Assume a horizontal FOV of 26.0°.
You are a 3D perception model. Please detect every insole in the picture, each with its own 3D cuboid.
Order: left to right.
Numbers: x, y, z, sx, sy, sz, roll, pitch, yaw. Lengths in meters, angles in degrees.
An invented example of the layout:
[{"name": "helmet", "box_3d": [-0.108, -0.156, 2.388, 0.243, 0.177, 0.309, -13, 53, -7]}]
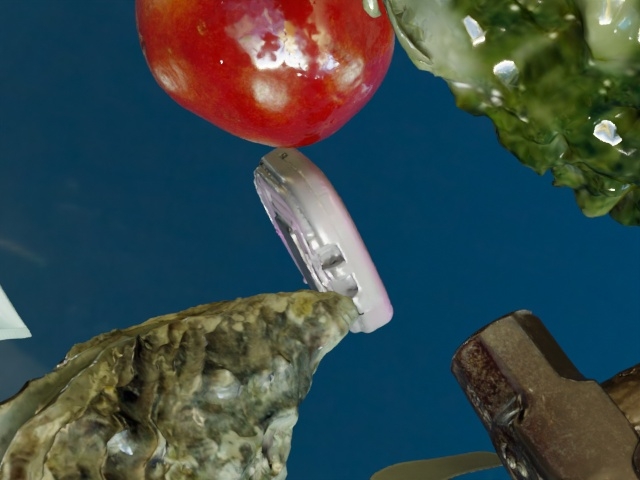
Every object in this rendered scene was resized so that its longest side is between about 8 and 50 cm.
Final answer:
[{"name": "insole", "box_3d": [0.102, 0.196, 1.186, 0.152, 0.002, 0.053, -3, -166, -37]}]

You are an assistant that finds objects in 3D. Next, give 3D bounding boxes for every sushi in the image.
[{"name": "sushi", "box_3d": [0.148, -0.185, 0.731, 0.352, 0.178, 0.294, 50, -137, -4]}]

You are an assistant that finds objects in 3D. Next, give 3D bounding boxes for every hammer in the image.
[{"name": "hammer", "box_3d": [0.330, 0.107, 1.155, 0.408, 0.095, 0.242, -27, -119, -17]}]

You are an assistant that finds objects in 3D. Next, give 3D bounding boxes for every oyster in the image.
[{"name": "oyster", "box_3d": [-0.094, 0.133, 0.760, 0.158, 0.162, 0.351, 30, -131, 18]}]

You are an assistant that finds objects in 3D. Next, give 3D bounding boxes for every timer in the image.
[{"name": "timer", "box_3d": [0.000, 0.000, 1.524, 0.069, 0.209, 0.191, -29, -156, -8]}]

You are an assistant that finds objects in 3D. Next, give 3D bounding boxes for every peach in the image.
[{"name": "peach", "box_3d": [-0.051, -0.194, 1.248, 0.243, 0.244, 0.199, 14, -158, 0]}]

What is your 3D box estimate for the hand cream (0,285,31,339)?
[{"name": "hand cream", "box_3d": [-0.305, 0.003, 1.034, 0.109, 0.321, 0.067, -4, -119, 0]}]
